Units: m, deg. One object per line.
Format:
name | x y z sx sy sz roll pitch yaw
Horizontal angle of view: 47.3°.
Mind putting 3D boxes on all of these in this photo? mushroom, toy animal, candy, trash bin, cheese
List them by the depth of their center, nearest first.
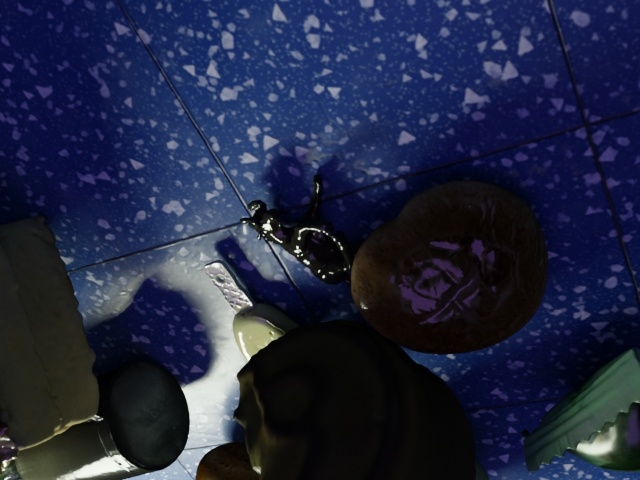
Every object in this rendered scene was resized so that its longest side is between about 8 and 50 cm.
mushroom | 0.184 0.043 1.022 0.278 0.146 0.278 0 117 1
toy animal | 0.000 0.000 1.095 0.233 0.084 0.148 35 140 -15
candy | 0.543 0.286 1.124 0.398 0.172 0.263 17 136 -16
cheese | -0.112 0.130 1.235 0.127 0.050 0.255 -17 122 26
trash bin | -0.431 0.368 1.414 0.302 0.202 0.252 -24 145 31
mushroom | -0.132 0.492 1.448 0.253 0.153 0.253 22 156 11

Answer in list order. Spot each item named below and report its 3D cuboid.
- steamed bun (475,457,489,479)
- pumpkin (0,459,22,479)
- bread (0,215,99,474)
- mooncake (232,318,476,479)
steamed bun | 0.136 0.468 1.294 0.233 0.312 0.334 42 172 8
pumpkin | -0.683 0.507 1.627 0.212 0.152 0.211 9 110 26
bread | -0.589 0.184 1.188 0.390 0.279 0.371 -19 93 27
mooncake | 0.016 0.324 1.095 0.246 0.393 0.394 39 166 -36
